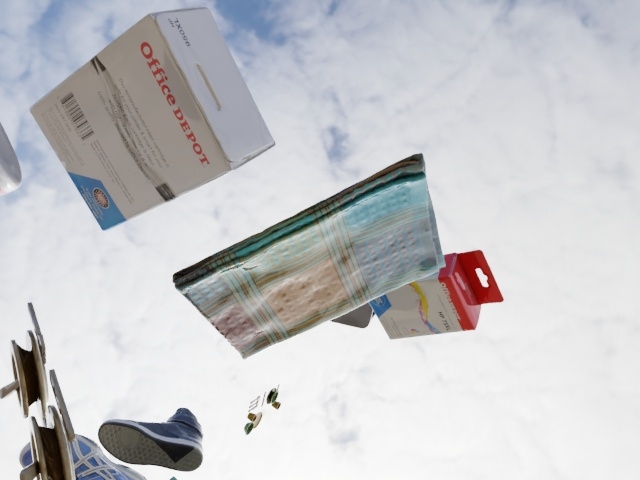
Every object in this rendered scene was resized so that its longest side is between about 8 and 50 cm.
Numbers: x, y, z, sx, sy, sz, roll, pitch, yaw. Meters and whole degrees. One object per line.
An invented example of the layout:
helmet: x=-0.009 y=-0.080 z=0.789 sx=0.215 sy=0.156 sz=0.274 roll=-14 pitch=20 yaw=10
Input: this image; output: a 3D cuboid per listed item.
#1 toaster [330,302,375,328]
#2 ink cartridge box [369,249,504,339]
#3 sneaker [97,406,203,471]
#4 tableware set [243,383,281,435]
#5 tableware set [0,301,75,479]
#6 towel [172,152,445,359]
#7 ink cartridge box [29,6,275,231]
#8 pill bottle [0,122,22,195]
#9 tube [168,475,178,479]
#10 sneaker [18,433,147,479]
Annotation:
toaster: x=0.105 y=0.107 z=1.389 sx=0.110 sy=0.168 sz=0.186 roll=16 pitch=-71 yaw=17
ink cartridge box: x=0.217 y=0.108 z=1.080 sx=0.231 sy=0.078 sz=0.134 roll=-15 pitch=-63 yaw=34
sneaker: x=-0.367 y=0.425 z=1.243 sx=0.226 sy=0.163 sz=0.086 roll=22 pitch=-83 yaw=-11
tableware set: x=-0.146 y=0.444 z=1.461 sx=0.024 sy=0.154 sz=0.104 roll=21 pitch=-77 yaw=22
tableware set: x=-0.254 y=0.156 z=0.491 sx=0.194 sy=0.039 sz=0.128 roll=40 pitch=-51 yaw=45
towel: x=0.006 y=0.045 z=0.827 sx=0.370 sy=0.271 sz=0.040 roll=-26 pitch=-128 yaw=0
ink cartridge box: x=-0.325 y=-0.220 z=1.081 sx=0.395 sy=0.166 sz=0.285 roll=-18 pitch=-74 yaw=34
pill bottle: x=-0.570 y=-0.092 z=0.735 sx=0.283 sy=0.160 sz=0.160 roll=-23 pitch=-94 yaw=-13
tube: x=-0.399 y=0.792 z=1.688 sx=0.080 sy=0.052 sz=0.207 roll=-42 pitch=-72 yaw=0
sneaker: x=-0.348 y=0.359 z=0.842 sx=0.211 sy=0.081 sz=0.080 roll=33 pitch=-94 yaw=-19
